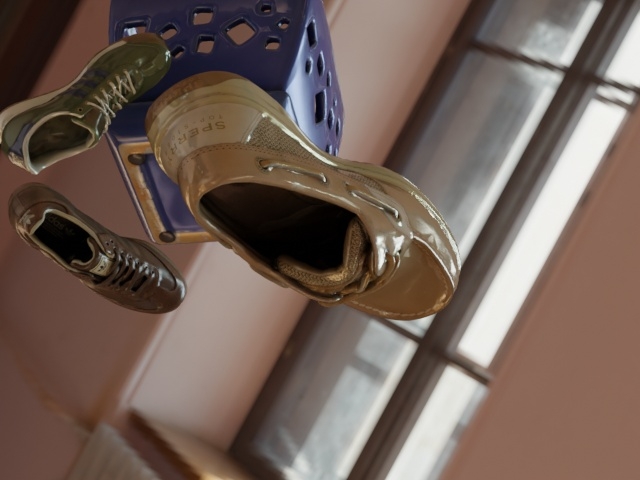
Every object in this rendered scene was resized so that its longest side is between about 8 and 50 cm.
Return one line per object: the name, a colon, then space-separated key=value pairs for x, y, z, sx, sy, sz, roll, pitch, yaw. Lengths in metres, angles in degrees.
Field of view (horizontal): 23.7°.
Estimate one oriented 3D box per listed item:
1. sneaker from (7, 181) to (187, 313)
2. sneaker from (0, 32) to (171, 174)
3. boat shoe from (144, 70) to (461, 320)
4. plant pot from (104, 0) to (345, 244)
sneaker: x=-0.196 y=0.021 z=1.347 sx=0.188 sy=0.066 sz=0.071 roll=33 pitch=11 yaw=-26
sneaker: x=-0.221 y=-0.125 z=1.479 sx=0.086 sy=0.192 sz=0.064 roll=54 pitch=-8 yaw=49
boat shoe: x=0.000 y=0.000 z=1.156 sx=0.341 sy=0.121 sz=0.110 roll=30 pitch=30 yaw=-44
plant pot: x=-0.107 y=-0.131 z=1.659 sx=0.235 sy=0.212 sz=0.236 roll=-3 pitch=-41 yaw=10
